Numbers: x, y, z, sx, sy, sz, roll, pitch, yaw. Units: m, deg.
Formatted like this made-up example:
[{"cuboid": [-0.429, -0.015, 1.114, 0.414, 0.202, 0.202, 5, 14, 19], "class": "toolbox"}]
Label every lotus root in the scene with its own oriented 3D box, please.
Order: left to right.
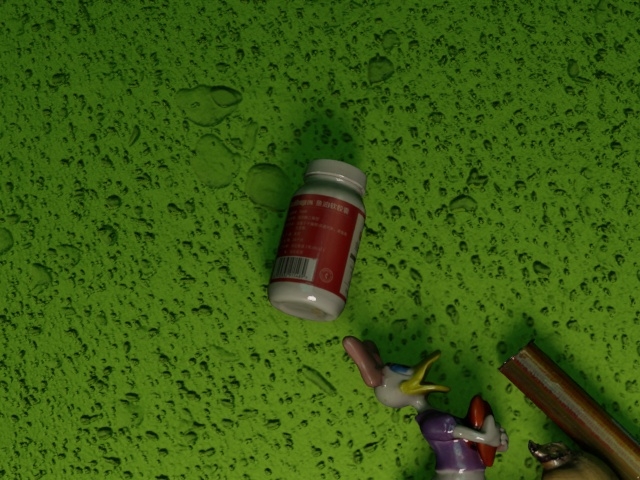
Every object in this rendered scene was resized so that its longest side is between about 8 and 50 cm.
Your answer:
[{"cuboid": [0.393, 0.382, 1.710, 0.118, 0.125, 0.220, -33, 80, -7], "class": "lotus root"}]

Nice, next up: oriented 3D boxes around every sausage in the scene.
[{"cuboid": [0.438, 0.303, 1.765, 0.082, 0.082, 0.371, -42, 74, -11], "class": "sausage"}]

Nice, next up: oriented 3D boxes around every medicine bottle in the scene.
[{"cuboid": [0.000, 0.000, 1.873, 0.131, 0.131, 0.250, 12, 71, 8], "class": "medicine bottle"}]

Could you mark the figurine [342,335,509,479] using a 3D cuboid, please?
[{"cuboid": [0.186, 0.313, 1.742, 0.193, 0.154, 0.420, -28, 74, 9], "class": "figurine"}]
